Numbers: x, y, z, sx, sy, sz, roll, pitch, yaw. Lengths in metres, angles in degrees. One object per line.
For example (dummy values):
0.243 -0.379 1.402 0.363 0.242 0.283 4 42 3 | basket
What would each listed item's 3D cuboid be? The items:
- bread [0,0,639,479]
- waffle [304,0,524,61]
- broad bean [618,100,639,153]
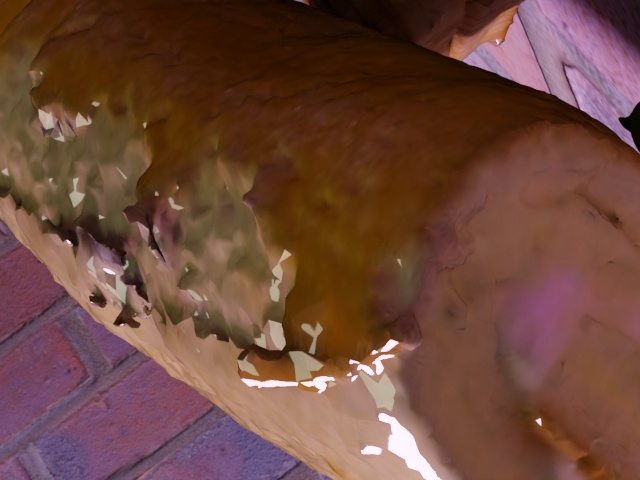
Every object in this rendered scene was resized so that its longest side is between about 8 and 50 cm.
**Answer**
0.000 0.000 0.781 0.236 0.165 0.375 39 175 -40 | bread
-0.019 -0.211 0.898 0.308 0.091 0.213 54 179 3 | waffle
0.184 0.020 0.750 0.195 0.046 0.061 51 176 9 | broad bean
